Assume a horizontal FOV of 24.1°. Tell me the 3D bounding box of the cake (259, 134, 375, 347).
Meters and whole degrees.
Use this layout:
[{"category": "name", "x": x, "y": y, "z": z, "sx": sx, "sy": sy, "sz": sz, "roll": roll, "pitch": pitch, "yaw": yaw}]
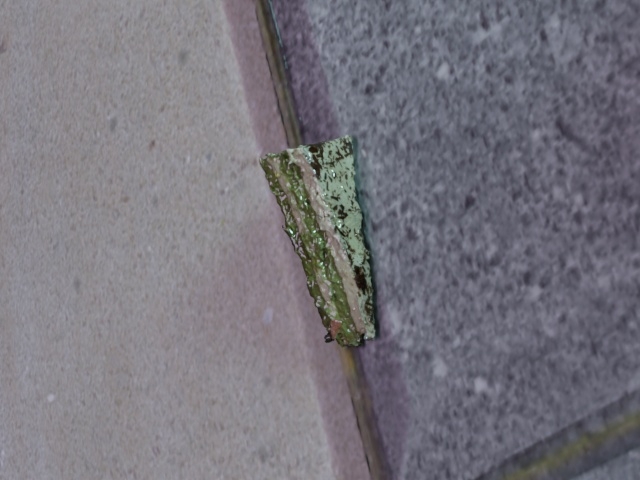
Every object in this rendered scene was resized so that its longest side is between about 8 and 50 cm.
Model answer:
[{"category": "cake", "x": 0.000, "y": 0.000, "z": 0.956, "sx": 0.051, "sy": 0.055, "sz": 0.140, "roll": -22, "pitch": 71, "yaw": 44}]
